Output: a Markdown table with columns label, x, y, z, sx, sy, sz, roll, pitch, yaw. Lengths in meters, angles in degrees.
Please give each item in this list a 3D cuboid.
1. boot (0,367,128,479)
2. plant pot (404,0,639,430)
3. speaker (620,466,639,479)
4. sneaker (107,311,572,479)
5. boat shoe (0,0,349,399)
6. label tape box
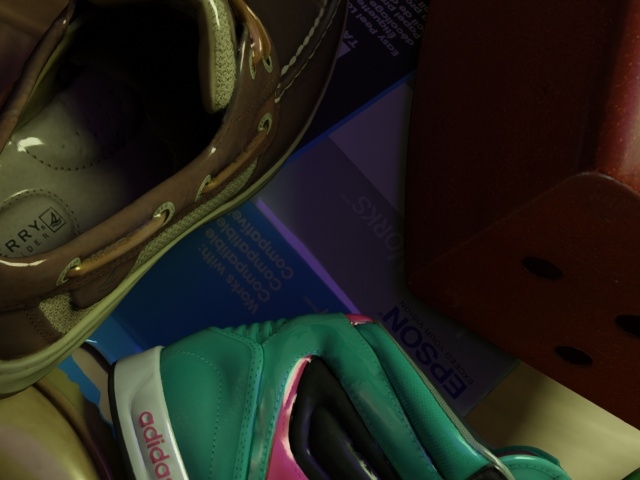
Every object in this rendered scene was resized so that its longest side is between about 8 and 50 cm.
| label | x | y | z | sx | sy | sz | roll | pitch | yaw |
| --- | --- | --- | --- | --- | --- | --- | --- | --- | --- |
| boot | -0.228 | 0.084 | 0.568 | 0.236 | 0.089 | 0.269 | 44 | 25 | 18 |
| plant pot | 0.191 | -0.052 | 0.719 | 0.267 | 0.267 | 0.236 | 31 | 62 | -12 |
| speaker | 0.295 | 0.163 | 0.861 | 0.296 | 0.131 | 0.131 | -11 | 67 | -36 |
| sneaker | 0.039 | 0.160 | 0.649 | 0.178 | 0.124 | 0.296 | -23 | 87 | 4 |
| boat shoe | -0.068 | -0.074 | 0.657 | 0.123 | 0.123 | 0.342 | 41 | 50 | 0 |
| label tape box | 0.000 | 0.000 | 0.799 | 0.249 | 0.115 | 0.347 | 48 | 47 | 5 |
